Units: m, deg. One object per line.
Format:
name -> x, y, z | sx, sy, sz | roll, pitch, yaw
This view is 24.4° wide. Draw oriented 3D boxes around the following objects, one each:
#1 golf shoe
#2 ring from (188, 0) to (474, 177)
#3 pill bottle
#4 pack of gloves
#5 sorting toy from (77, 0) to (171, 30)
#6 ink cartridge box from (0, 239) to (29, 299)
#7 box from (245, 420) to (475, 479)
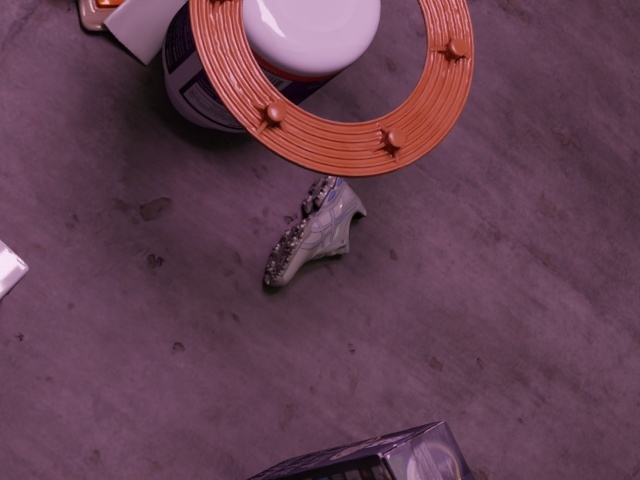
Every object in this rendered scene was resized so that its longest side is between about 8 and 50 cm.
golf shoe -> 0.000, 0.000, 1.850 | 0.086, 0.069, 0.176 | 41, 65, -17
ring -> 0.022, -0.231, 1.570 | 0.336, 0.032, 0.337 | 6, 75, -23
pill bottle -> -0.073, -0.236, 1.727 | 0.181, 0.323, 0.182 | 6, 75, -24
pack of gloves -> -0.189, -0.354, 1.779 | 0.232, 0.046, 0.195 | -48, 122, -6
sorting toy -> -0.223, -0.360, 1.844 | 0.347, 0.047, 0.196 | -7, 80, -26
ink cartridge box -> -0.423, 0.085, 1.583 | 0.086, 0.148, 0.203 | 45, 63, -7
box -> 0.076, 0.375, 1.604 | 0.097, 0.395, 0.318 | -22, 88, -29
